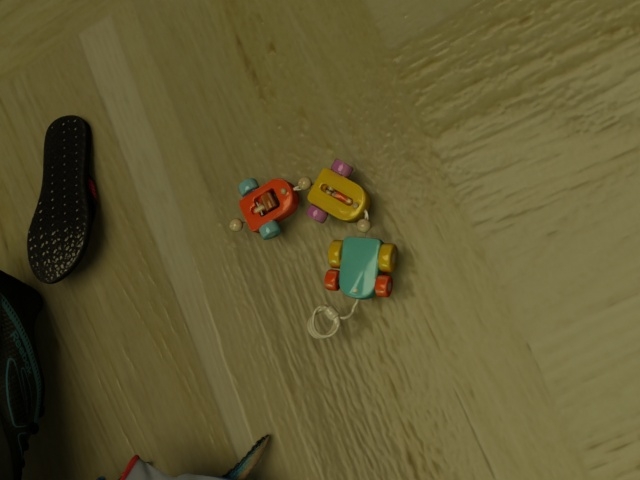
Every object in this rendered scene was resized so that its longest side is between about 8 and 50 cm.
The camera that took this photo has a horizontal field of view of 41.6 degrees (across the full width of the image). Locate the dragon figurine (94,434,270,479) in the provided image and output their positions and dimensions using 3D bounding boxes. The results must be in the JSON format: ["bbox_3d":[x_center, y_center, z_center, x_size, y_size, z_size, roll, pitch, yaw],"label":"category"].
[{"bbox_3d":[-0.181,0.259,0.769,0.144,0.085,0.289,40,100,18],"label":"dragon figurine"}]

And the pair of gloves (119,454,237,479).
[{"bbox_3d":[-0.125,0.268,0.668,0.159,0.023,0.198,21,49,11],"label":"pair of gloves"}]

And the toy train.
[{"bbox_3d":[0.000,0.000,0.753,0.125,0.046,0.166,-36,71,14],"label":"toy train"}]

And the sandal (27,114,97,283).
[{"bbox_3d":[-0.253,-0.041,0.854,0.067,0.040,0.179,-6,68,14],"label":"sandal"}]

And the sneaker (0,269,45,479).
[{"bbox_3d":[-0.306,0.186,0.780,0.125,0.139,0.341,-8,75,19],"label":"sneaker"}]
